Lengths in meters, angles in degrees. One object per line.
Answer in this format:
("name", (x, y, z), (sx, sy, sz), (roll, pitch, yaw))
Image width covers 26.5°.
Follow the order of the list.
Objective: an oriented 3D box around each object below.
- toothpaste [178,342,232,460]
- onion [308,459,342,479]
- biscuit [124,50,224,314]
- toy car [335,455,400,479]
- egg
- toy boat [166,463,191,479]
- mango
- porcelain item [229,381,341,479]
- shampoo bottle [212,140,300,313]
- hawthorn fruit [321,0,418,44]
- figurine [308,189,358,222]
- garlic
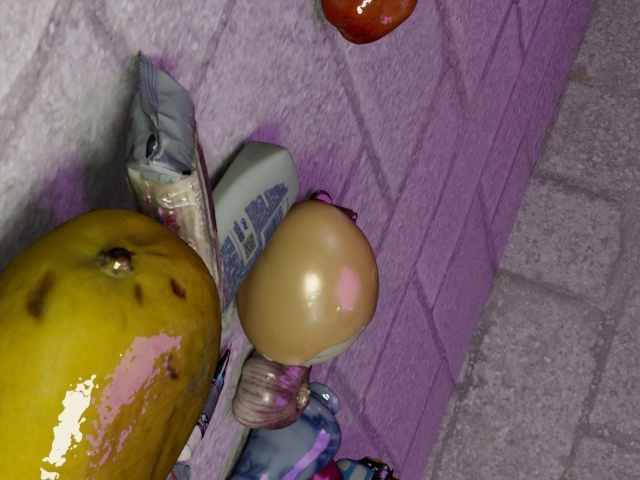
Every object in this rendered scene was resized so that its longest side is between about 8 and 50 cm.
("toothpaste", (-0.163, 0.227, 1.888), (0.193, 0.045, 0.071), (-62, 169, -50))
("onion", (-0.042, 0.432, 2.296), (0.198, 0.135, 0.173), (-67, 159, -13))
("biscuit", (-0.155, -0.026, 1.465), (0.186, 0.079, 0.309), (-99, -178, -53))
("toy car", (0.045, 0.506, 2.580), (0.314, 0.166, 0.198), (57, 51, -68))
("egg", (-0.018, 0.057, 1.900), (0.201, 0.201, 0.244), (-51, 151, -51))
("toy boat", (-0.223, 0.392, 1.808), (0.282, 0.096, 0.206), (-68, 150, -47))
("mango", (-0.246, 0.186, 1.313), (0.445, 0.220, 0.301), (-68, 170, 11))
("porcelain item", (-0.062, 0.338, 2.161), (0.259, 0.141, 0.141), (-50, 154, -30))
("shampoo bottle", (-0.136, 0.017, 1.706), (0.134, 0.078, 0.359), (81, 30, -44))
("hawthorn fruit", (0.067, -0.344, 1.910), (0.138, 0.133, 0.133), (-64, 163, 4))
("figurine", (-0.001, -0.001, 2.107), (0.098, 0.082, 0.154), (158, -59, -64))
("garlic", (-0.064, 0.221, 2.077), (0.159, 0.102, 0.147), (-42, 140, -55))
